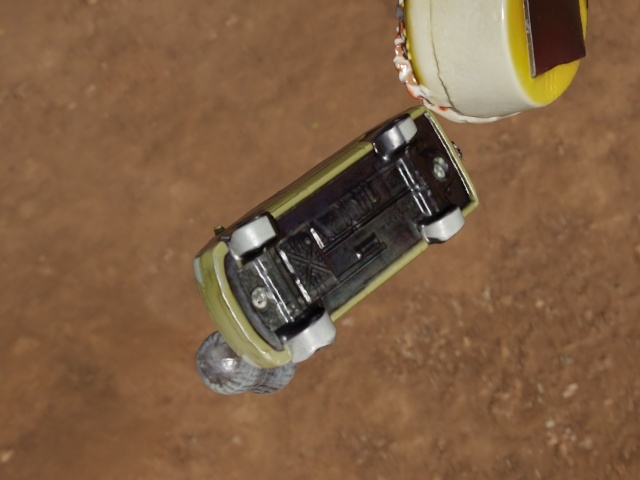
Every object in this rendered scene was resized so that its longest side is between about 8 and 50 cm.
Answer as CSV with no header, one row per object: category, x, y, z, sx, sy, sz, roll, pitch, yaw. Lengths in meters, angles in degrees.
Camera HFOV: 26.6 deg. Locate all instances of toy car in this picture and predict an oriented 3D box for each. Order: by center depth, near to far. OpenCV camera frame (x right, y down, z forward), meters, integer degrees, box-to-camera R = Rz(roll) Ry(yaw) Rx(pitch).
toy car,0.000,0.000,0.981,0.257,0.101,0.124,-36,10,-39

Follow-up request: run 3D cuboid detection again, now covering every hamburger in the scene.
hamburger,0.168,-0.265,1.353,0.151,0.227,0.295,2,93,40

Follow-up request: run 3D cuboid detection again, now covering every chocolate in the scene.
chocolate,-0.076,0.128,1.443,0.072,0.167,0.072,-3,82,24
